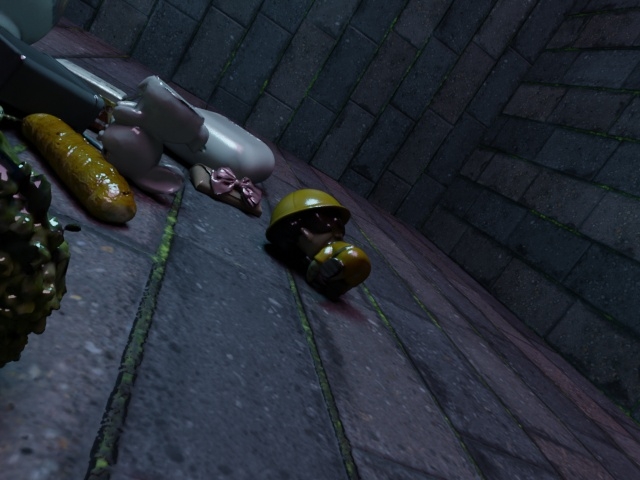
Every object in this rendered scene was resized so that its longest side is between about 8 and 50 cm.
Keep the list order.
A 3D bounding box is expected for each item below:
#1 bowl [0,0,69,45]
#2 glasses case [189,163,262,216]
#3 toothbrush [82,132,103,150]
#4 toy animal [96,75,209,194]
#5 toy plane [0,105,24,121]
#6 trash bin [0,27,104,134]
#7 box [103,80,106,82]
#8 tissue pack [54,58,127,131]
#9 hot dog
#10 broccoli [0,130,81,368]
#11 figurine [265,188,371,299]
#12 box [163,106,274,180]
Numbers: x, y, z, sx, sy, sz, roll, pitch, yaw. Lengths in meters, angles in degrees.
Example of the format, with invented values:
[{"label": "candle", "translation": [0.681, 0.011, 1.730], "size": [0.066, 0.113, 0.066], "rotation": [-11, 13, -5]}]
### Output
[{"label": "bowl", "translation": [-0.649, -0.446, 0.848], "size": [0.435, 0.434, 0.196], "rotation": [5, 74, -66]}, {"label": "glasses case", "translation": [-0.214, -0.127, 1.161], "size": [0.193, 0.070, 0.102], "rotation": [24, 16, -36]}, {"label": "toothbrush", "translation": [-0.452, -0.197, 0.959], "size": [0.167, 0.014, 0.011], "rotation": [35, -5, 13]}, {"label": "toy animal", "translation": [-0.305, -0.192, 0.890], "size": [0.178, 0.193, 0.127], "rotation": [30, 9, -26]}, {"label": "toy plane", "translation": [-0.519, -0.204, 0.750], "size": [0.102, 0.040, 0.111], "rotation": [16, 19, -49]}, {"label": "trash bin", "translation": [-0.510, -0.284, 0.848], "size": [0.176, 0.101, 0.236], "rotation": [41, 2, 9]}, {"label": "box", "translation": [-0.682, -0.474, 1.453], "size": [0.090, 0.023, 0.133], "rotation": [38, 13, 15]}, {"label": "tissue pack", "translation": [-0.523, -0.319, 1.053], "size": [0.148, 0.099, 0.106], "rotation": [28, 11, -23]}, {"label": "hot dog", "translation": [-0.382, -0.122, 0.743], "size": [0.286, 0.061, 0.088], "rotation": [37, 24, 23]}, {"label": "broccoli", "translation": [-0.302, 0.008, 0.314], "size": [0.242, 0.273, 0.180], "rotation": [40, 56, -9]}, {"label": "figurine", "translation": [0.003, -0.004, 1.009], "size": [0.257, 0.167, 0.192], "rotation": [43, 2, 31]}, {"label": "box", "translation": [-0.286, -0.269, 1.368], "size": [0.288, 0.141, 0.349], "rotation": [32, 12, 3]}]
